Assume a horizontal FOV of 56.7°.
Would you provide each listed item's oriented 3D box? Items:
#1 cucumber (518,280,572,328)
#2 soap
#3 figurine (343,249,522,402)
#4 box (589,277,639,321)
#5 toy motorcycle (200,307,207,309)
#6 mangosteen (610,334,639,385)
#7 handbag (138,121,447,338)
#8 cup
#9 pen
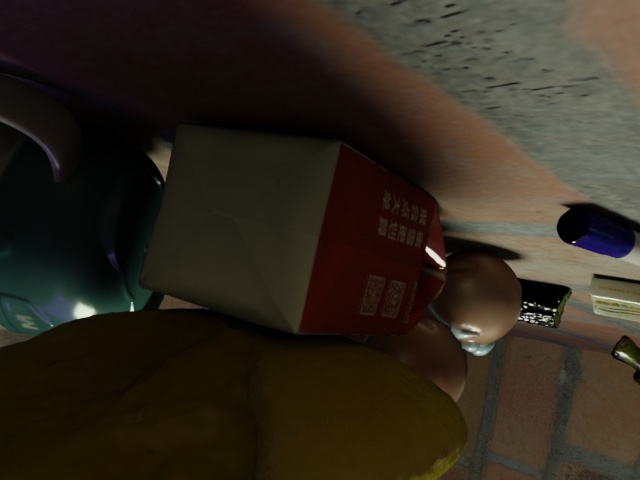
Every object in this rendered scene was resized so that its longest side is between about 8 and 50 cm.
[{"bbox_3d":[0.267,0.090,1.018,0.299,0.072,0.072,9,172,25],"label":"cucumber"},{"bbox_3d":[-0.052,0.123,0.474,0.305,0.115,0.427,9,179,30],"label":"soap"},{"bbox_3d":[0.061,0.116,0.851,0.387,0.276,0.248,23,137,34],"label":"figurine"},{"bbox_3d":[0.451,0.091,0.842,0.122,0.032,0.220,9,172,27],"label":"box"},{"bbox_3d":[-0.148,0.100,1.172,0.181,0.241,0.319,20,171,0],"label":"toy motorcycle"},{"bbox_3d":[0.660,0.263,1.046,0.289,0.232,0.231,16,174,20],"label":"mangosteen"},{"bbox_3d":[0.000,0.000,0.557,0.171,0.151,0.298,12,179,29],"label":"handbag"},{"bbox_3d":[-0.294,-0.037,0.579,0.257,0.219,0.290,12,141,4],"label":"cup"},{"bbox_3d":[0.322,0.021,0.541,0.268,0.033,0.033,17,172,-25],"label":"pen"}]
